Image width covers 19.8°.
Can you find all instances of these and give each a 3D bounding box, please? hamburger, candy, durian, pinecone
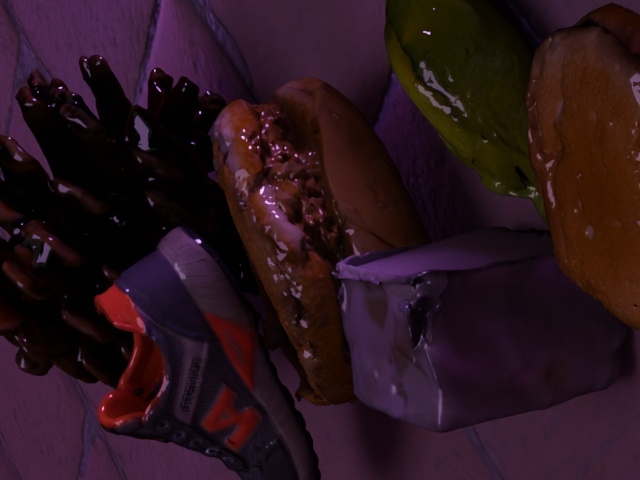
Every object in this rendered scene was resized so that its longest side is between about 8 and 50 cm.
[{"bbox_3d":[0.000,0.000,1.689,0.318,0.158,0.318,160,90,-80],"label":"hamburger"},{"bbox_3d":[0.125,0.068,1.471,0.185,0.195,0.137,9,108,65],"label":"candy"},{"bbox_3d":[0.126,-0.127,1.485,0.250,0.101,0.139,55,-176,33],"label":"durian"},{"bbox_3d":[0.251,-0.048,1.213,0.244,0.163,0.244,53,152,44],"label":"hamburger"},{"bbox_3d":[-0.227,-0.017,1.949,0.398,0.398,0.398,36,133,52],"label":"pinecone"}]

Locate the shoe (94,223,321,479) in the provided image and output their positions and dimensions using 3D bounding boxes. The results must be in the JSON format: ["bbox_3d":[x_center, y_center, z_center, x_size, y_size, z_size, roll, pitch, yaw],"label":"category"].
[{"bbox_3d":[-0.122,0.160,1.757,0.132,0.171,0.336,41,156,61],"label":"shoe"}]
